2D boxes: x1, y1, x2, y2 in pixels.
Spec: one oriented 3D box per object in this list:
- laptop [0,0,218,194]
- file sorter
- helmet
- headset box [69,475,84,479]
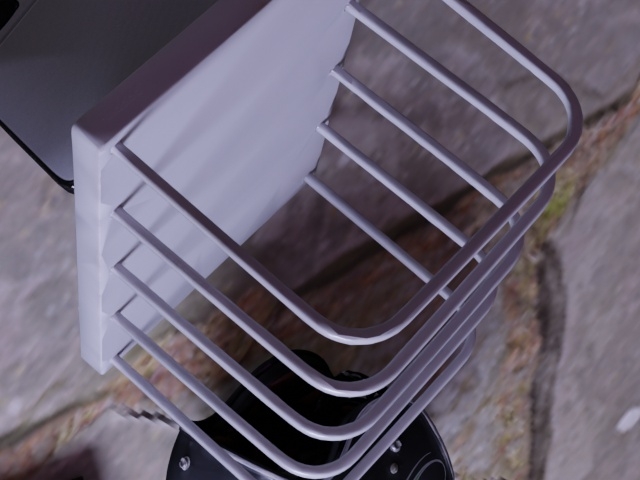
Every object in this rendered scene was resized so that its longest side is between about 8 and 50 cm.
[{"bbox_3d":[-0.170,-0.311,0.800,0.382,0.408,0.236,-50,144,2],"label":"laptop"},{"bbox_3d":[0.000,0.000,0.835,0.173,0.277,0.193,40,66,12],"label":"file sorter"},{"bbox_3d":[-0.013,0.161,0.999,0.161,0.169,0.169,-39,112,-21],"label":"helmet"},{"bbox_3d":[-0.184,0.199,1.032,0.083,0.032,0.062,-18,109,-11],"label":"headset box"}]
